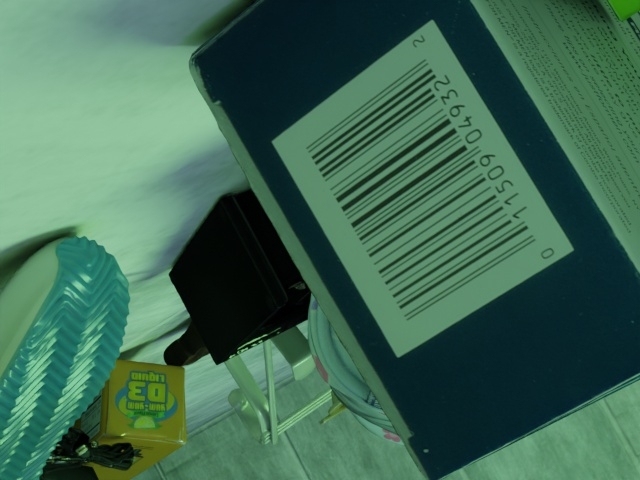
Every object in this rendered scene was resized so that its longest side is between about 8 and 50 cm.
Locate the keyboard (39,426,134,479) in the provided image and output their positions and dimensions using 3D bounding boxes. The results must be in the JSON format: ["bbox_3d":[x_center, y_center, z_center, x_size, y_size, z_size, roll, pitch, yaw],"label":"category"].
[{"bbox_3d":[-0.254,0.188,1.031,0.201,0.033,0.317,-12,165,6],"label":"keyboard"}]

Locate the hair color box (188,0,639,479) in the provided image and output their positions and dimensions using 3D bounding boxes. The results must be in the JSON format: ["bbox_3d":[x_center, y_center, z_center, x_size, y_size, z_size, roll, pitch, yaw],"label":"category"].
[{"bbox_3d":[0.108,-0.035,0.546,0.105,0.174,0.347,-34,171,27],"label":"hair color box"}]

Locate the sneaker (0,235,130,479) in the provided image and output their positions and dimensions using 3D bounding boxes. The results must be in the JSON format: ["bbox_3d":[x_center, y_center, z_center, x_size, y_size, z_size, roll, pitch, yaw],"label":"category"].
[{"bbox_3d":[-0.178,0.078,0.645,0.087,0.092,0.228,-14,145,-54],"label":"sneaker"}]

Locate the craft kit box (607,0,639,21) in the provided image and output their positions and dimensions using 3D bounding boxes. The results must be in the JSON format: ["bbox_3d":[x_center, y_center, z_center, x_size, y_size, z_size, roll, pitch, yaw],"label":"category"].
[{"bbox_3d":[0.174,-0.167,0.371,0.247,0.061,0.250,-28,173,18],"label":"craft kit box"}]

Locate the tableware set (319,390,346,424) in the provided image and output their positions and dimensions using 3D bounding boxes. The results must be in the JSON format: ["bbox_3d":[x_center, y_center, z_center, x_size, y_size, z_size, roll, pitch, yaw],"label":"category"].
[{"bbox_3d":[0.072,0.093,1.038,0.169,0.020,0.141,-43,166,32],"label":"tableware set"}]

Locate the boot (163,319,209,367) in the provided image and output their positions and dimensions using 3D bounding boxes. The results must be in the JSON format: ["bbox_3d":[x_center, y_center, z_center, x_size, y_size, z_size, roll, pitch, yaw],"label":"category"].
[{"bbox_3d":[-0.082,0.076,1.170,0.106,0.037,0.114,-31,175,32],"label":"boot"}]

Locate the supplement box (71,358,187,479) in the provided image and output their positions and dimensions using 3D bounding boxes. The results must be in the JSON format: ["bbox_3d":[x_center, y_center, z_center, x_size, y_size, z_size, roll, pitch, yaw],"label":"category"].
[{"bbox_3d":[-0.197,0.180,1.200,0.078,0.080,0.233,9,159,-22],"label":"supplement box"}]

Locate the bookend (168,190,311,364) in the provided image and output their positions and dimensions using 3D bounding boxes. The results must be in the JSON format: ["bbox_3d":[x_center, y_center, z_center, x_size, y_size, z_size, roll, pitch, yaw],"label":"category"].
[{"bbox_3d":[0.000,0.000,0.795,0.157,0.072,0.156,-26,172,-24],"label":"bookend"}]

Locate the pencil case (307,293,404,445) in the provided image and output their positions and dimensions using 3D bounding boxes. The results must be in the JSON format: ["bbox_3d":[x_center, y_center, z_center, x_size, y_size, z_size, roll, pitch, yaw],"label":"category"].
[{"bbox_3d":[0.061,0.058,0.727,0.124,0.113,0.273,12,168,5],"label":"pencil case"}]

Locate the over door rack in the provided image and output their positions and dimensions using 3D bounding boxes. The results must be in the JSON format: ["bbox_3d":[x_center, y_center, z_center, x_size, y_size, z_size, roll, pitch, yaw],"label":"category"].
[{"bbox_3d":[0.032,0.045,1.049,0.239,0.108,0.324,-33,168,-17],"label":"over door rack"}]
